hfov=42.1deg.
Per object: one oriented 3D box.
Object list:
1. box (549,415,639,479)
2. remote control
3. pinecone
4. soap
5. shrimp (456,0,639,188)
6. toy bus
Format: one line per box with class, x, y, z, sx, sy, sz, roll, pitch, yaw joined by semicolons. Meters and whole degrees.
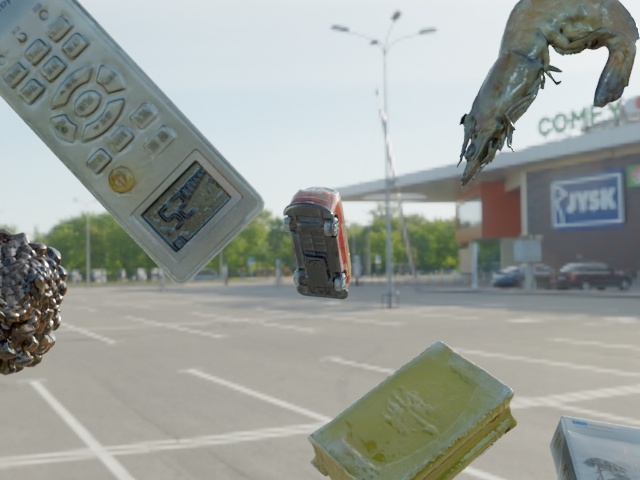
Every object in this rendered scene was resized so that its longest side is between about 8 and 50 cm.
box;0.397;0.339;1.084;0.149;0.067;0.233;11;31;-2
remote control;-0.189;-0.109;0.746;0.109;0.313;0.055;-43;-2;5
pinecone;-0.421;0.087;1.106;0.150;0.195;0.179;11;39;2
soap;0.156;0.313;1.383;0.315;0.091;0.199;-31;45;-26
shrimp;0.277;-0.181;1.018;0.169;0.296;0.058;24;-2;21
toy bus;0.000;0.000;1.169;0.079;0.174;0.077;6;41;18
